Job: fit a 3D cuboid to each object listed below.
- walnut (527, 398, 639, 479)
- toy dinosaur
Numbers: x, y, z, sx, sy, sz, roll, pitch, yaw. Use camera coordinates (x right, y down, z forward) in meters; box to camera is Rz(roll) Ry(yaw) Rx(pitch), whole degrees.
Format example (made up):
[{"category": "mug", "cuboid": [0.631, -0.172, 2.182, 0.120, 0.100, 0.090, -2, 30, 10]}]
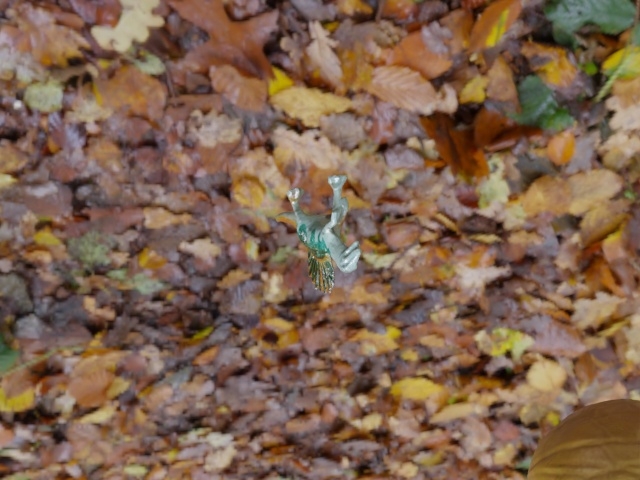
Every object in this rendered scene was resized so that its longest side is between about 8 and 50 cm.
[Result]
[{"category": "walnut", "cuboid": [0.279, 0.227, 0.652, 0.226, 0.193, 0.193, 15, 148, 19]}, {"category": "toy dinosaur", "cuboid": [-0.004, 0.001, 0.786, 0.044, 0.106, 0.187, -4, 166, -30]}]
